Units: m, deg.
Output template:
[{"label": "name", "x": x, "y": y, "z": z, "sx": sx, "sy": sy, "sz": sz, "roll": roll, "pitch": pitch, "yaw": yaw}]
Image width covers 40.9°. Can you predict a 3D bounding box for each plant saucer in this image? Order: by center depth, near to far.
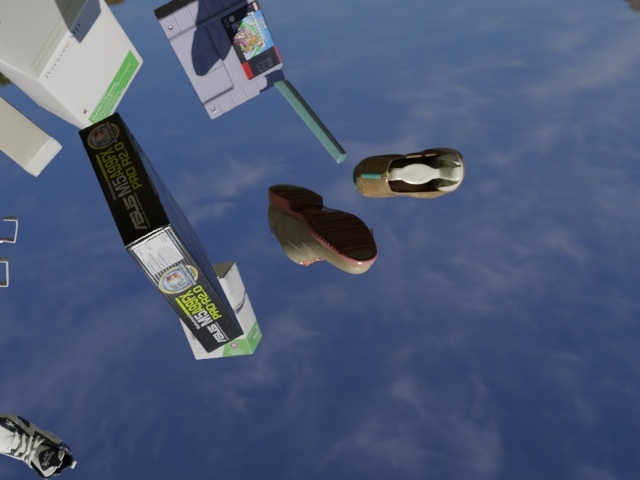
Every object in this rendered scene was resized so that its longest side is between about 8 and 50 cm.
[{"label": "plant saucer", "x": -0.016, "y": -0.225, "z": 1.600, "sx": 0.018, "sy": 0.192, "sz": 0.067, "roll": -38, "pitch": -179, "yaw": 15}]

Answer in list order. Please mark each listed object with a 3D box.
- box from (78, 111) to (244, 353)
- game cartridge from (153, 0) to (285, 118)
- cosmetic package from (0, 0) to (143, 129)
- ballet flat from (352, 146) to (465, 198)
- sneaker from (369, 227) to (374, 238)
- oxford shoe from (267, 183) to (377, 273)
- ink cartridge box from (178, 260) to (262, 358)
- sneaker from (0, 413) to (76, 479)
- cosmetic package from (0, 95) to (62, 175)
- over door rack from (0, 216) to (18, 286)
[{"label": "box", "x": -0.202, "y": -0.004, "z": 1.118, "sx": 0.060, "sy": 0.270, "sz": 0.216, "roll": -29, "pitch": -126, "yaw": -4}, {"label": "game cartridge", "x": -0.227, "y": -0.463, "z": 2.058, "sx": 0.230, "sy": 0.355, "sz": 0.068, "roll": -26, "pitch": -124, "yaw": -1}, {"label": "cosmetic package", "x": -0.474, "y": -0.349, "z": 1.583, "sx": 0.155, "sy": 0.197, "sz": 0.365, "roll": 29, "pitch": 175, "yaw": 4}, {"label": "ballet flat", "x": 0.232, "y": -0.150, "z": 1.900, "sx": 0.342, "sy": 0.116, "sz": 0.124, "roll": -4, "pitch": -175, "yaw": -37}, {"label": "sneaker", "x": 0.073, "y": 0.014, "z": 2.020, "sx": 0.075, "sy": 0.057, "sz": 0.161, "roll": -3, "pitch": 162, "yaw": -15}, {"label": "oxford shoe", "x": 0.000, "y": 0.000, "z": 1.745, "sx": 0.123, "sy": 0.130, "sz": 0.348, "roll": -4, "pitch": -154, "yaw": -29}, {"label": "ink cartridge box", "x": -0.255, "y": 0.169, "z": 2.082, "sx": 0.160, "sy": 0.219, "sz": 0.092, "roll": -8, "pitch": -155, "yaw": 21}, {"label": "sneaker", "x": -0.659, "y": 0.476, "z": 1.967, "sx": 0.153, "sy": 0.235, "sz": 0.094, "roll": 13, "pitch": -113, "yaw": 43}, {"label": "cosmetic package", "x": -0.847, "y": -0.315, "z": 2.258, "sx": 0.309, "sy": 0.113, "sz": 0.160, "roll": 40, "pitch": 173, "yaw": -2}, {"label": "over door rack", "x": -0.773, "y": 0.068, "z": 1.730, "sx": 0.324, "sy": 0.108, "sz": 0.239, "roll": -12, "pitch": -154, "yaw": -10}]
